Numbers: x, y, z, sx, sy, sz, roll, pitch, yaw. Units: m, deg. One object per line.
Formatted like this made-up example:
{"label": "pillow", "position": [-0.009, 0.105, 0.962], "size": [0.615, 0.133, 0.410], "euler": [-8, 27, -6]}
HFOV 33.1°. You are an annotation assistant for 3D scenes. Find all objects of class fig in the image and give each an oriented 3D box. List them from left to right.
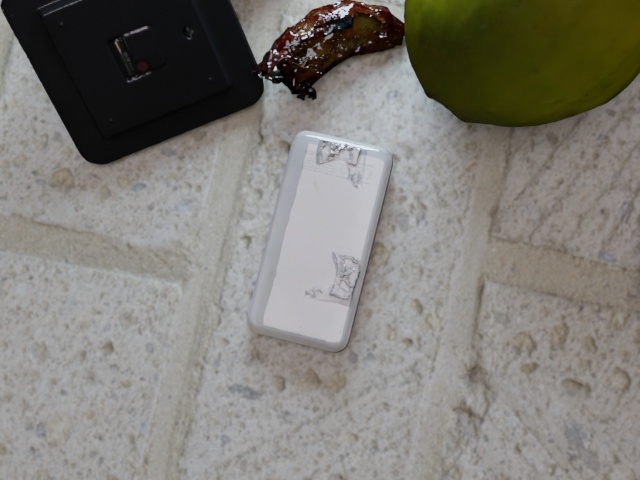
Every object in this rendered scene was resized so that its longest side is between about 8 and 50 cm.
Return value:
{"label": "fig", "position": [0.259, -0.293, 1.339], "size": [0.344, 0.343, 0.343], "euler": [0, 85, 3]}

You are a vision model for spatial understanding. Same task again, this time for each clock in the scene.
{"label": "clock", "position": [-0.240, -0.256, 1.415], "size": [0.274, 0.049, 0.278], "euler": [-23, 120, 2]}

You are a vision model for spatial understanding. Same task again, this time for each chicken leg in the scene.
{"label": "chicken leg", "position": [0.014, -0.266, 1.459], "size": [0.234, 0.063, 0.105], "euler": [-33, 118, -9]}

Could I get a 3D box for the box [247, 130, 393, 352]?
{"label": "box", "position": [0.000, 0.000, 1.453], "size": [0.142, 0.044, 0.284], "euler": [14, 86, 7]}
